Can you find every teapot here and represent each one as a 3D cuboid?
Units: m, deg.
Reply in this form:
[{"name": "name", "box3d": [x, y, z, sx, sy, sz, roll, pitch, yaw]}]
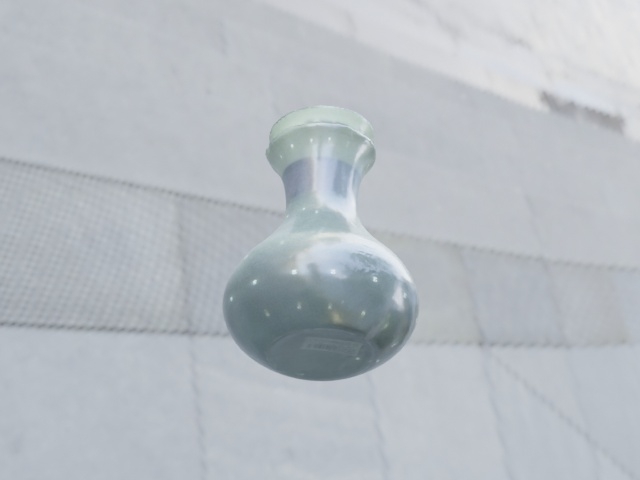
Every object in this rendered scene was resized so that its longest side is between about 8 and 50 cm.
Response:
[{"name": "teapot", "box3d": [0.000, 0.000, 1.634, 0.183, 0.183, 0.251, 41, 39, -47]}]
